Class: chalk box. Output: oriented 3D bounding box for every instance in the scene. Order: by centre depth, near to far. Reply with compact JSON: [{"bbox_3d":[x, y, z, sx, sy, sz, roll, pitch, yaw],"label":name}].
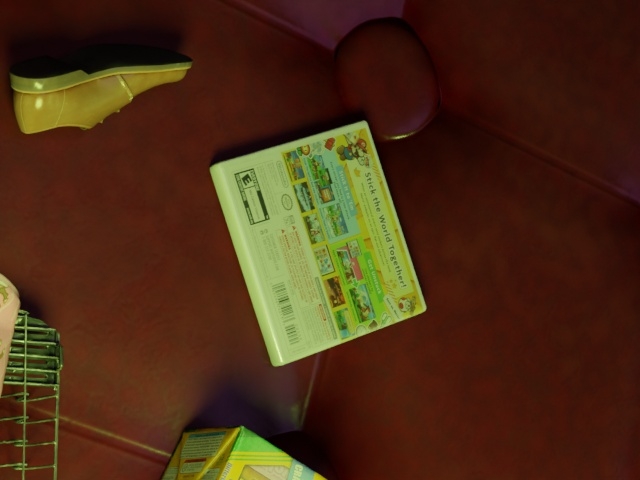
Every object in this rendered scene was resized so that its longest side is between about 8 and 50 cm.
[{"bbox_3d":[-0.054,0.294,1.783,0.213,0.132,0.132,35,65,-24],"label":"chalk box"}]

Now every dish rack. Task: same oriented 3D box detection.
[{"bbox_3d":[-0.339,0.194,1.655,0.208,0.074,0.272,7,76,-33],"label":"dish rack"}]

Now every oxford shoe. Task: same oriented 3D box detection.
[{"bbox_3d":[-0.224,-0.155,1.802,0.212,0.076,0.076,-16,120,-36],"label":"oxford shoe"}]

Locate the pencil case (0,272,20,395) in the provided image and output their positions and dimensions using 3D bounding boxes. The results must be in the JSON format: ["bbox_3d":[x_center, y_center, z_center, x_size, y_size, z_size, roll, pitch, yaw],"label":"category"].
[{"bbox_3d":[-0.358,0.200,1.498,0.160,0.167,0.386,14,70,-20],"label":"pencil case"}]

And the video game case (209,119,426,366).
[{"bbox_3d":[0.000,0.000,1.933,0.206,0.026,0.227,-18,91,-34],"label":"video game case"}]
